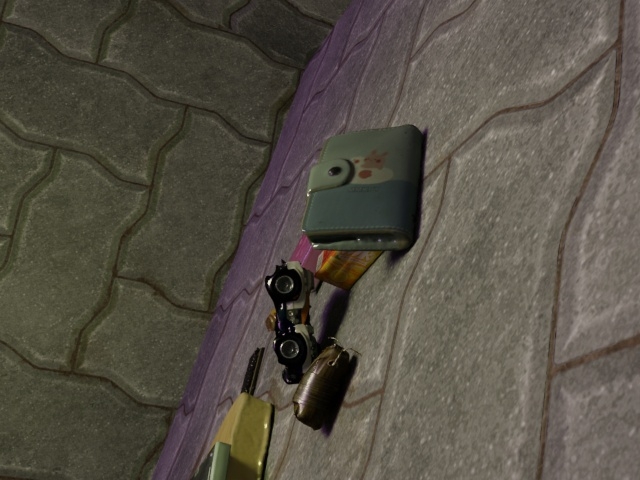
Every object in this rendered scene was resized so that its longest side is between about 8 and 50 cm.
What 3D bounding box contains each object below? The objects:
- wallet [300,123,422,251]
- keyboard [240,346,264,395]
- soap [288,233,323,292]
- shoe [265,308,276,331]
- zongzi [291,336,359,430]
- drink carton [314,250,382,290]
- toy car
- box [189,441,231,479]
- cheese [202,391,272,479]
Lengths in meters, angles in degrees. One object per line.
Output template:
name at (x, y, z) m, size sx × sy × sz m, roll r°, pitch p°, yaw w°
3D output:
wallet at (0.093, -0.125, 1.669) m, size 0.083 × 0.252 × 0.360 m, roll 75°, pitch -161°, yaw -44°
keyboard at (-0.231, 0.479, 2.345) m, size 0.106 × 0.027 × 0.317 m, roll -53°, pitch 18°, yaw 47°
soap at (-0.002, -0.001, 2.125) m, size 0.259 × 0.081 × 0.181 m, roll -63°, pitch 13°, yaw 15°
shoe at (-0.125, 0.236, 2.241) m, size 0.072 × 0.069 × 0.109 m, roll 63°, pitch 154°, yaw 24°
zongzi at (0.001, 0.302, 1.634) m, size 0.187 × 0.084 × 0.184 m, roll -61°, pitch 2°, yaw -6°
drink carton at (0.075, 0.023, 1.754) m, size 0.223 × 0.096 × 0.071 m, roll 126°, pitch 161°, yaw -48°
toy car at (-0.059, 0.201, 1.802) m, size 0.193 × 0.118 × 0.301 m, roll 92°, pitch 171°, yaw -76°
box at (-0.293, 0.632, 1.840) m, size 0.210 × 0.045 × 0.270 m, roll -86°, pitch 22°, yaw -46°
cheese at (-0.226, 0.577, 1.982) m, size 0.384 × 0.104 × 0.384 m, roll -60°, pitch 15°, yaw 27°
